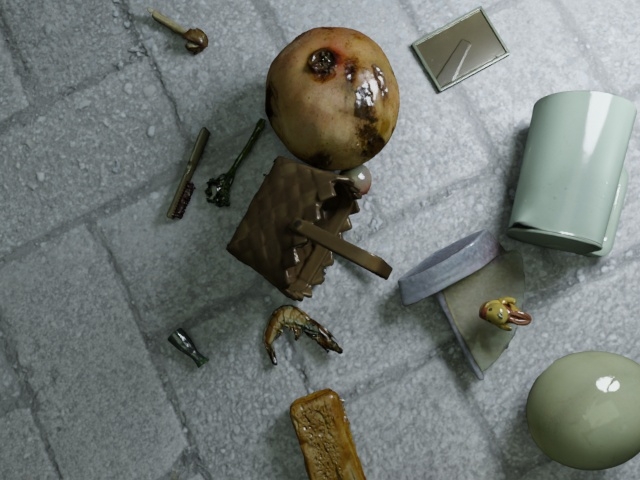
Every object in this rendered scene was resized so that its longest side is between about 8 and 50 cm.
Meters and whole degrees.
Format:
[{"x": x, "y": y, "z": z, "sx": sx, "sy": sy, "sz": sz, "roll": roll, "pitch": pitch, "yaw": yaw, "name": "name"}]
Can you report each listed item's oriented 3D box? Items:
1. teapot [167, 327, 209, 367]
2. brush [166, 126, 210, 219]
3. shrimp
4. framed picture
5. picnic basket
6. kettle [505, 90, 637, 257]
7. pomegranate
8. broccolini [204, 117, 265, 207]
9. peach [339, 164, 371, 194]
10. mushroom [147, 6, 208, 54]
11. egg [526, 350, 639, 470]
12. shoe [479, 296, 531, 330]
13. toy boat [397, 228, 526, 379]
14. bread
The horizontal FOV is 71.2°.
[{"x": -0.322, "y": 0.267, "z": 1.097, "sx": 0.111, "sy": 0.043, "sz": 0.043, "roll": 44, "pitch": 89, "yaw": 4, "name": "teapot"}, {"x": -0.327, "y": -0.167, "z": 1.138, "sx": 0.036, "sy": 0.043, "sz": 0.247, "roll": 21, "pitch": 86, "yaw": -1, "name": "brush"}, {"x": -0.053, "y": 0.253, "z": 1.079, "sx": 0.195, "sy": 0.035, "sz": 0.147, "roll": 34, "pitch": 85, "yaw": 13, "name": "shrimp"}, {"x": 0.354, "y": -0.484, "z": 1.132, "sx": 0.203, "sy": 0.015, "sz": 0.150, "roll": -29, "pitch": 83, "yaw": 0, "name": "framed picture"}, {"x": 0.000, "y": 0.000, "z": 0.990, "sx": 0.321, "sy": 0.254, "sz": 0.291, "roll": 26, "pitch": 87, "yaw": 17, "name": "picnic basket"}, {"x": 0.568, "y": -0.138, "z": 1.015, "sx": 0.205, "sy": 0.265, "sz": 0.317, "roll": 11, "pitch": 84, "yaw": 37, "name": "kettle"}, {"x": 0.026, "y": -0.316, "z": 1.011, "sx": 0.322, "sy": 0.322, "sz": 0.322, "roll": 0, "pitch": 85, "yaw": 4, "name": "pomegranate"}, {"x": -0.213, "y": -0.199, "z": 1.143, "sx": 0.058, "sy": 0.071, "sz": 0.254, "roll": 20, "pitch": 77, "yaw": 47, "name": "broccolini"}, {"x": 0.085, "y": -0.145, "z": 1.088, "sx": 0.083, "sy": 0.083, "sz": 0.083, "roll": 0, "pitch": 85, "yaw": 4, "name": "peach"}, {"x": -0.377, "y": -0.550, "z": 1.170, "sx": 0.187, "sy": 0.060, "sz": 0.061, "roll": 32, "pitch": 86, "yaw": 9, "name": "mushroom"}, {"x": 0.564, "y": 0.351, "z": 0.937, "sx": 0.269, "sy": 0.219, "sz": 0.219, "roll": -44, "pitch": 83, "yaw": -6, "name": "egg"}, {"x": 0.403, "y": 0.158, "z": 0.973, "sx": 0.109, "sy": 0.069, "sz": 0.072, "roll": 28, "pitch": 85, "yaw": -25, "name": "shoe"}, {"x": 0.354, "y": 0.119, "z": 1.041, "sx": 0.293, "sy": 0.111, "sz": 0.276, "roll": 44, "pitch": 88, "yaw": -6, "name": "toy boat"}, {"x": 0.023, "y": 0.487, "z": 1.033, "sx": 0.139, "sy": 0.077, "sz": 0.270, "roll": -19, "pitch": 85, "yaw": -2, "name": "bread"}]
